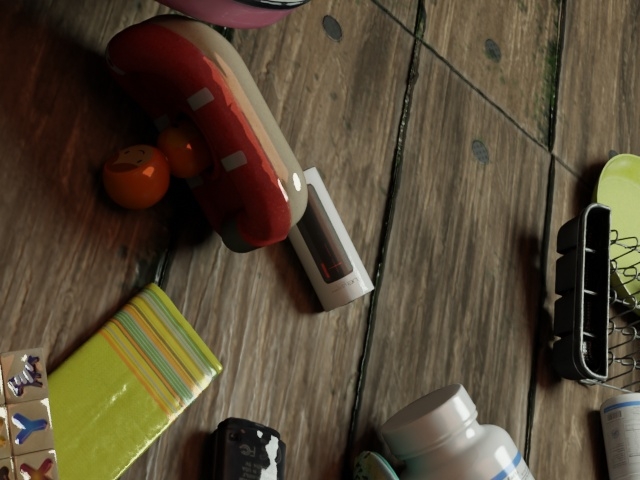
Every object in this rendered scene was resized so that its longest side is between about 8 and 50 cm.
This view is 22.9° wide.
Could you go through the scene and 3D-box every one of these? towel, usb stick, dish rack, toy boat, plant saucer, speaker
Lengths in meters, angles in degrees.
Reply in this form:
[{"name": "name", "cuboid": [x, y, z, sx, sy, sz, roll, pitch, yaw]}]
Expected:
[{"name": "towel", "cuboid": [-0.175, 0.132, 1.303, 0.102, 0.021, 0.237, 52, 41, -6]}, {"name": "usb stick", "cuboid": [-0.067, 0.284, 1.319, 0.077, 0.045, 0.278, 23, 54, -32]}, {"name": "dish rack", "cuboid": [0.385, 0.090, 1.862, 0.271, 0.074, 0.208, 17, 68, -30]}, {"name": "toy boat", "cuboid": [-0.126, -0.081, 1.400, 0.151, 0.151, 0.231, -31, 94, -22]}, {"name": "plant saucer", "cuboid": [0.413, 0.008, 2.008, 0.241, 0.037, 0.241, 24, 55, -38]}, {"name": "speaker", "cuboid": [0.000, 0.000, 1.539, 0.055, 0.055, 0.136, -26, 91, -51]}]

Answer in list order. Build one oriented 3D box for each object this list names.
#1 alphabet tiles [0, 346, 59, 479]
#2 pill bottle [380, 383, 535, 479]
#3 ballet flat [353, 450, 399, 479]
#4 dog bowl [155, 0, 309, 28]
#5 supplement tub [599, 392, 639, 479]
[{"name": "alphabet tiles", "cuboid": [-0.279, 0.128, 1.145, 0.198, 0.009, 0.237, -5, 87, -45]}, {"name": "pill bottle", "cuboid": [0.149, 0.255, 1.513, 0.124, 0.124, 0.221, -34, 96, -51]}, {"name": "ballet flat", "cuboid": [0.066, 0.288, 1.454, 0.070, 0.070, 0.188, -22, 84, -51]}, {"name": "dog bowl", "cuboid": [-0.129, -0.357, 1.424, 0.408, 0.150, 0.408, 31, 28, -18]}, {"name": "supplement tub", "cuboid": [0.359, 0.234, 1.799, 0.071, 0.071, 0.107, 19, 57, -41]}]
